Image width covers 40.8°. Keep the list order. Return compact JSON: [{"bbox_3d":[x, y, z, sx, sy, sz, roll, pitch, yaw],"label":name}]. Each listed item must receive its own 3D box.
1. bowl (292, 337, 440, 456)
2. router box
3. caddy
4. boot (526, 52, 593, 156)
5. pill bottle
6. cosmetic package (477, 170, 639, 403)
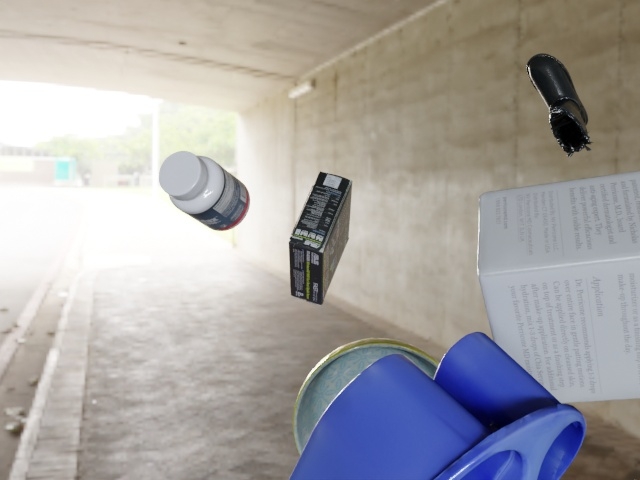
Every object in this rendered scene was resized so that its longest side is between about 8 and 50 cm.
[{"bbox_3d":[0.098,0.289,1.488,0.290,0.289,0.156,1,12,0],"label":"bowl"},{"bbox_3d":[0.000,0.000,0.906,0.038,0.092,0.122,17,-29,10],"label":"router box"},{"bbox_3d":[0.107,0.250,0.810,0.241,0.341,0.179,-8,44,-38],"label":"caddy"},{"bbox_3d":[0.290,-0.165,1.049,0.045,0.121,0.099,-29,14,29],"label":"boot"},{"bbox_3d":[-0.207,-0.090,1.522,0.108,0.107,0.180,2,-15,22],"label":"pill bottle"},{"bbox_3d":[0.424,0.045,0.985,0.454,0.230,0.161,-7,38,17],"label":"cosmetic package"}]
